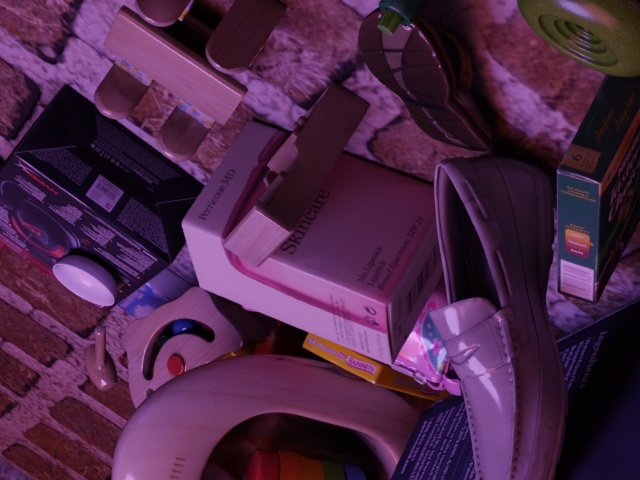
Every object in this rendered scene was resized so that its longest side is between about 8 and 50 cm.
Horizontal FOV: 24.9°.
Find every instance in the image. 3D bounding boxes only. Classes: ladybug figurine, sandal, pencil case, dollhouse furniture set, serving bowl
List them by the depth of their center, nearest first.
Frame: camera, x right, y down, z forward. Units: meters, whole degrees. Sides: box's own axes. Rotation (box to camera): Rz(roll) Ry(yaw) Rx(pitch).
[{"bbox_3d":[0.100,-0.144,1.225,0.090,0.060,0.219,19,167,35],"label":"sandal"},{"bbox_3d":[-0.105,-0.117,1.358,0.242,0.161,0.212,34,154,-6],"label":"dollhouse furniture set"},{"bbox_3d":[0.046,0.066,1.572,0.284,0.124,0.124,22,153,18],"label":"pencil case"},{"bbox_3d":[-0.042,0.285,1.679,0.449,0.305,0.162,21,174,-26],"label":"ladybug figurine"},{"bbox_3d":[-0.274,0.043,1.712,0.083,0.027,0.083,23,153,13],"label":"serving bowl"}]

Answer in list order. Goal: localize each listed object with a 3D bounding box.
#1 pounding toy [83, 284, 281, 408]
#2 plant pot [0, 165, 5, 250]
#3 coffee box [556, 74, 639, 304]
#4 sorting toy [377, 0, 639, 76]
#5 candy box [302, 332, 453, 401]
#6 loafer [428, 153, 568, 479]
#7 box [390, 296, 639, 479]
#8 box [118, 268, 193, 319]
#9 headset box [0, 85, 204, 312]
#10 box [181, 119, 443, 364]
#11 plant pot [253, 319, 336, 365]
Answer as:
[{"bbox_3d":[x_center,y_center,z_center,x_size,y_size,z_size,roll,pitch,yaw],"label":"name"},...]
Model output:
[{"bbox_3d":[-0.192,0.161,1.820,0.269,0.155,0.154,-30,78,35],"label":"pounding toy"},{"bbox_3d":[-0.518,-0.042,1.903,0.191,0.191,0.174,42,160,-22],"label":"plant pot"},{"bbox_3d":[0.234,-0.039,1.198,0.040,0.113,0.184,21,151,22],"label":"coffee box"},{"bbox_3d":[0.195,-0.109,1.071,0.365,0.126,0.127,32,174,-2],"label":"sorting toy"},{"bbox_3d":[0.072,0.149,1.683,0.105,0.027,0.206,22,179,32],"label":"candy box"},{"bbox_3d":[0.146,0.079,1.271,0.111,0.319,0.112,7,159,-24],"label":"loafer"},{"bbox_3d":[0.364,0.329,1.405,0.480,0.297,0.472,39,139,-12],"label":"box"},{"bbox_3d":[-0.192,0.098,1.950,0.178,0.042,0.109,36,147,-9],"label":"box"},{"bbox_3d":[-0.288,-0.036,1.747,0.218,0.110,0.293,36,153,-11],"label":"headset box"},{"bbox_3d":[0.000,0.000,1.469,0.232,0.149,0.127,21,152,18],"label":"box"},{"bbox_3d":[-0.042,0.294,1.927,0.235,0.267,0.267,28,155,-15],"label":"plant pot"}]
